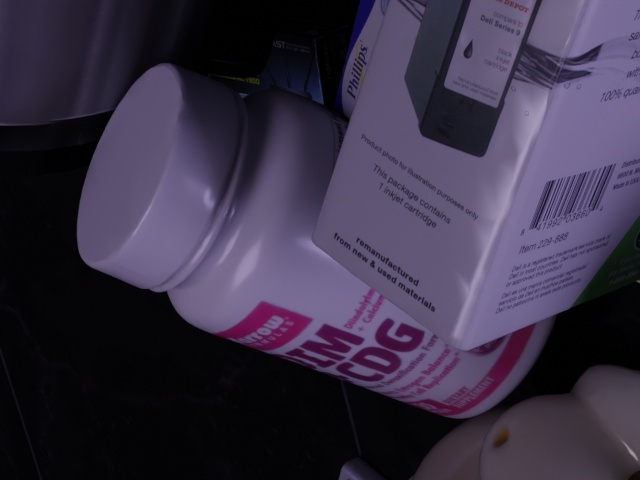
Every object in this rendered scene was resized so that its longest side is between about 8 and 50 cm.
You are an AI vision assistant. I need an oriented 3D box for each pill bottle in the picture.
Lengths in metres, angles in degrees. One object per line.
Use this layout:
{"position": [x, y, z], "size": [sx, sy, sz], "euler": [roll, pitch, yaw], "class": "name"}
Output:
{"position": [0.000, 0.000, 1.175], "size": [0.160, 0.283, 0.160], "euler": [-44, 35, 42], "class": "pill bottle"}

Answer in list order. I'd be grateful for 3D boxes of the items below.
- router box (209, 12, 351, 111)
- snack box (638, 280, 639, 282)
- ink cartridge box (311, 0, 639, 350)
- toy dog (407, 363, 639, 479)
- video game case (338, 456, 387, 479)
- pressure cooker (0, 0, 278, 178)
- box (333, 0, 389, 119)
{"position": [-0.028, -0.117, 1.343], "size": [0.122, 0.038, 0.092], "euler": [15, 122, 41], "class": "router box"}
{"position": [0.219, -0.035, 1.131], "size": [0.100, 0.037, 0.141], "euler": [31, 132, 30], "class": "snack box"}
{"position": [0.140, -0.109, 0.995], "size": [0.121, 0.211, 0.289], "euler": [36, 123, 30], "class": "ink cartridge box"}
{"position": [0.078, 0.283, 1.145], "size": [0.395, 0.408, 0.284], "euler": [25, 153, 47], "class": "toy dog"}
{"position": [0.082, 0.305, 1.498], "size": [0.212, 0.023, 0.193], "euler": [38, 136, 26], "class": "video game case"}
{"position": [-0.230, -0.245, 1.206], "size": [0.370, 0.375, 0.420], "euler": [45, 136, 27], "class": "pressure cooker"}
{"position": [0.088, -0.135, 1.130], "size": [0.072, 0.137, 0.126], "euler": [37, 136, 24], "class": "box"}
